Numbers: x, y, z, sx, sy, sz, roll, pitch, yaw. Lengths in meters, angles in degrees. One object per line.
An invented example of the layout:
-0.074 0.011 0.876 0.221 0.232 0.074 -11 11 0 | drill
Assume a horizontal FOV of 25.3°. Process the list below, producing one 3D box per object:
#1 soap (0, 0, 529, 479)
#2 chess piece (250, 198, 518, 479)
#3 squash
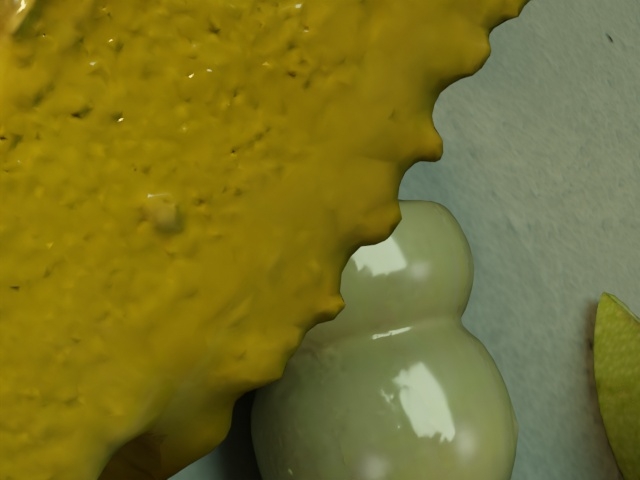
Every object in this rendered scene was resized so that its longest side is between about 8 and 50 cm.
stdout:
-0.066 -0.003 0.432 0.169 0.339 0.304 30 44 -27 | soap
0.000 0.000 0.668 0.167 0.167 0.299 -6 75 -48 | chess piece
0.280 0.136 0.852 0.237 0.155 0.204 41 43 -17 | squash
